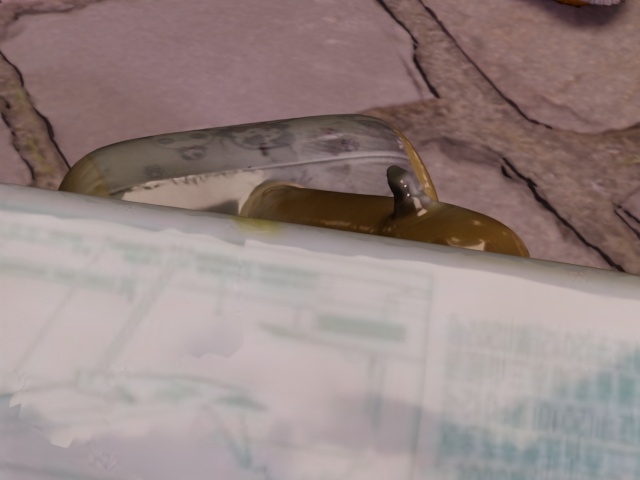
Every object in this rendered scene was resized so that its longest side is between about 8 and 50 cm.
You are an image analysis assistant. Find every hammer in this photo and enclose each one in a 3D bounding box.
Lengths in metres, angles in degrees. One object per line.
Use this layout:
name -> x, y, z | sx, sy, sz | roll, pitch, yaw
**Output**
hammer -> 0.000, 0.000, 0.796 | 0.202, 0.113, 0.305 | -11, 7, -21

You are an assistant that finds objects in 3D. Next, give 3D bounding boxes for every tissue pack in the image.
tissue pack -> 0.043, 0.104, 0.652 | 0.388, 0.287, 0.162 | 9, 74, -3

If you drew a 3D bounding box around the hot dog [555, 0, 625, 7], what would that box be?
hot dog -> 0.138, -0.219, 1.211 | 0.192, 0.053, 0.099 | 28, 43, 21
